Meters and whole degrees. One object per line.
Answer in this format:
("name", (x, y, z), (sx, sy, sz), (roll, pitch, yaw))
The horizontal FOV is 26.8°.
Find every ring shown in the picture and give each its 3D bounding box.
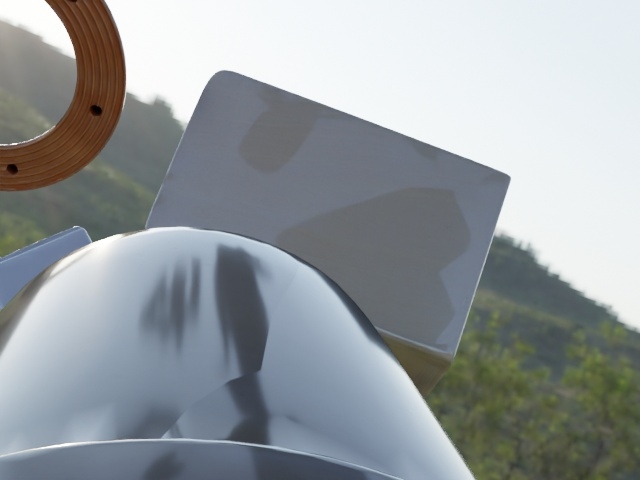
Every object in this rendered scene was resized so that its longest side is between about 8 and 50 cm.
("ring", (-0.386, -0.213, 1.564), (0.336, 0.337, 0.032), (20, 30, -2))

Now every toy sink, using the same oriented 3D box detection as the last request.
("toy sink", (0.000, 0.000, 1.002), (0.234, 0.153, 0.131), (20, -22, 0))

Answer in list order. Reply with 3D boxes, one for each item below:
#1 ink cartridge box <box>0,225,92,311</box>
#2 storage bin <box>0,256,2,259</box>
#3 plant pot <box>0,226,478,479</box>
("ink cartridge box", (-0.162, 0.107, 0.955), (0.140, 0.082, 0.191), (56, -19, 33))
("storage bin", (-0.407, 0.090, 1.705), (0.098, 0.091, 0.135), (39, -20, 6))
("plant pot", (-0.056, 0.147, 0.510), (0.323, 0.323, 0.280), (20, 27, -16))
